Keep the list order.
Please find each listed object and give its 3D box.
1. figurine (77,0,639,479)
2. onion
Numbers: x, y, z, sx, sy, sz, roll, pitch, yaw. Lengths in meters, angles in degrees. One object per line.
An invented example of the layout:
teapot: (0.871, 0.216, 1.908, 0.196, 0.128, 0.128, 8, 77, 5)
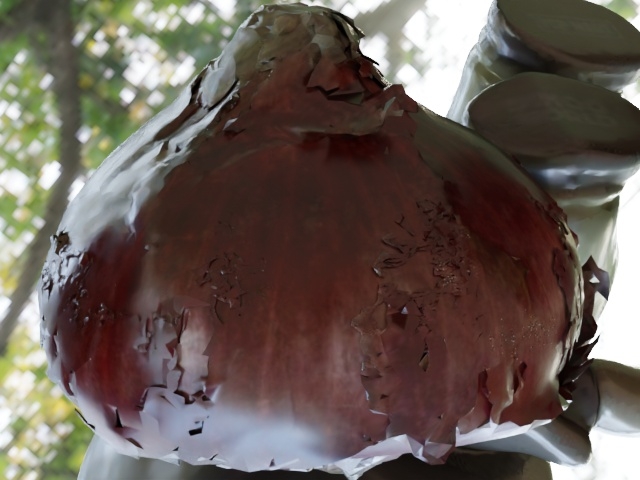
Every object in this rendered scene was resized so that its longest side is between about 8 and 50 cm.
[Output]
figurine: (0.023, 0.085, 0.778, 0.203, 0.380, 0.248, 9, -147, -29)
onion: (0.000, 0.000, 0.594, 0.184, 0.147, 0.184, 3, -166, -1)
